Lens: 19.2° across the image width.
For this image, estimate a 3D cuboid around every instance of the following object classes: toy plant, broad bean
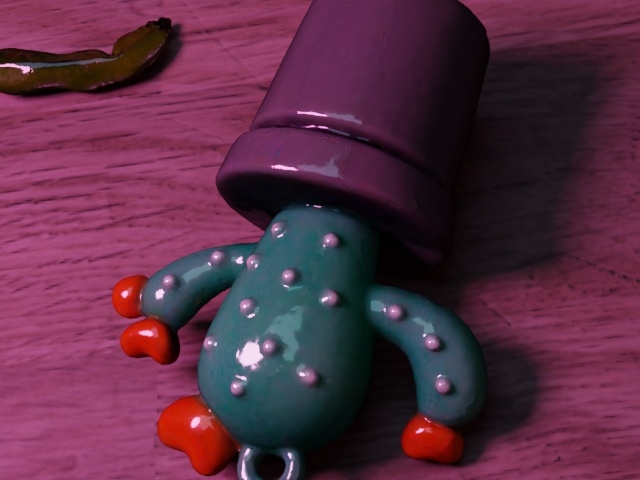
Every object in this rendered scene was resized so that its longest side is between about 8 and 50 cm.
[{"bbox_3d":[0.013,0.005,1.422,0.279,0.185,0.400,23,70,-8],"label":"toy plant"},{"bbox_3d":[-0.221,-0.152,1.642,0.195,0.046,0.061,-12,45,-1],"label":"broad bean"}]
